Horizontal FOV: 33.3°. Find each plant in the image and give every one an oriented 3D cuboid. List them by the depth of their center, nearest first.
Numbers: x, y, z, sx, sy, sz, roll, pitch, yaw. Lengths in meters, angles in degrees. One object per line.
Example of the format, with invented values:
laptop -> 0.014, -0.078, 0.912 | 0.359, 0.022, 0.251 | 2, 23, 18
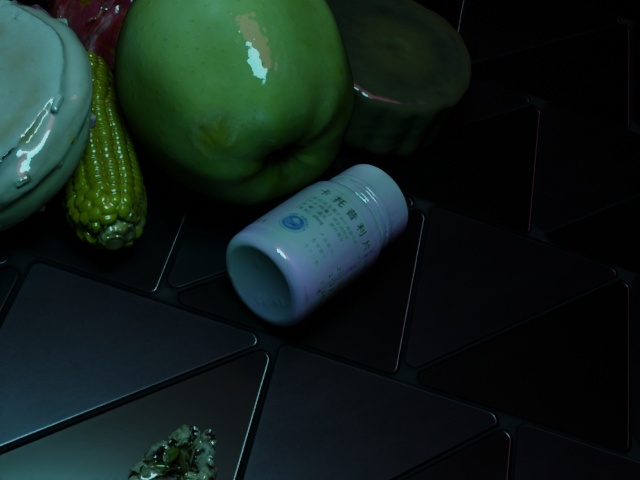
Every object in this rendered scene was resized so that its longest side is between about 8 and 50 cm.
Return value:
plant -> -0.173, 0.257, 1.262 | 0.104, 0.122, 0.117 | 13, 55, 6

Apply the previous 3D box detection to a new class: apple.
apple -> -0.119, -0.221, 1.525 | 0.357, 0.357, 0.357 | 10, 49, -12

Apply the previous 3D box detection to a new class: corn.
corn -> -0.324, -0.132, 1.530 | 0.120, 0.120, 0.363 | -3, 49, -22

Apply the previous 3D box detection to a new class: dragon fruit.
dragon fruit -> -0.334, -0.415, 1.752 | 0.163, 0.189, 0.262 | 44, 39, -23

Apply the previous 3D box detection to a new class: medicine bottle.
medicine bottle -> 0.000, 0.000, 1.511 | 0.152, 0.152, 0.254 | 41, 52, 16

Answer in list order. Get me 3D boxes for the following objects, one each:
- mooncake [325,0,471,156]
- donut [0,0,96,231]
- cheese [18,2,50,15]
mooncake -> 0.092, -0.271, 1.764 | 0.290, 0.161, 0.290 | 9, 51, -12
donut -> -0.478, -0.158, 1.421 | 0.382, 0.142, 0.383 | -4, 58, 6
cheese -> -0.488, -0.330, 1.685 | 0.095, 0.038, 0.145 | 37, 55, 14
